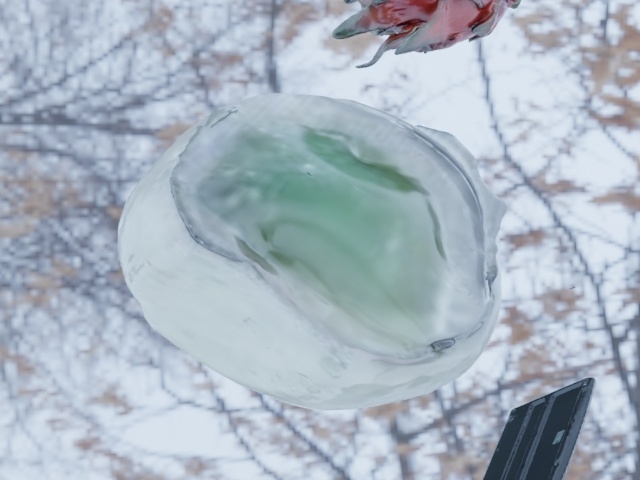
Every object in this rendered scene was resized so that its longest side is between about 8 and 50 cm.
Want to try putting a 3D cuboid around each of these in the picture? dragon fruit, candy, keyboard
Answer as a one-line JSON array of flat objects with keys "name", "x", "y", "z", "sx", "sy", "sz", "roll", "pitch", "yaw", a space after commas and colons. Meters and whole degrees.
[{"name": "dragon fruit", "x": 0.129, "y": -0.311, "z": 1.879, "sx": 0.192, "sy": 0.274, "sz": 0.193, "roll": -134, "pitch": -150, "yaw": -58}, {"name": "candy", "x": 0.000, "y": 0.000, "z": 1.602, "sx": 0.427, "sy": 0.386, "sz": 0.186, "roll": -67, "pitch": 174, "yaw": -49}, {"name": "keyboard", "x": 0.175, "y": 0.171, "z": 1.314, "sx": 0.103, "sy": 0.381, "sz": 0.041, "roll": -28, "pitch": -69, "yaw": 33}]
